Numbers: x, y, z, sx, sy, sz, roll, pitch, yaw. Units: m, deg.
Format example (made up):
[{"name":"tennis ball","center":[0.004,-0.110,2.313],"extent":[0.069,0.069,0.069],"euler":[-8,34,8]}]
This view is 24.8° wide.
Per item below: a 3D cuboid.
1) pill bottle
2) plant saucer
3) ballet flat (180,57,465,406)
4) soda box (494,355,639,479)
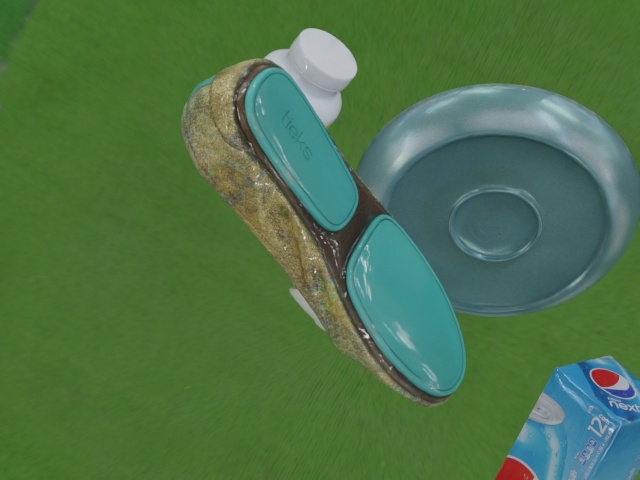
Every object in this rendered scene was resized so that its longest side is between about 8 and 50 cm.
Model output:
[{"name":"pill bottle","center":[-0.041,-0.144,1.598],"extent":[0.103,0.103,0.184],"euler":[44,126,4]},{"name":"plant saucer","center":[0.190,-0.027,1.586],"extent":[0.317,0.044,0.318],"euler":[3,129,4]},{"name":"ballet flat","center":[0.000,0.000,1.230],"extent":[0.123,0.123,0.348],"euler":[-35,113,0]},{"name":"soda box","center":[0.169,0.188,1.062],"extent":[0.067,0.071,0.210],"euler":[42,121,34]}]
